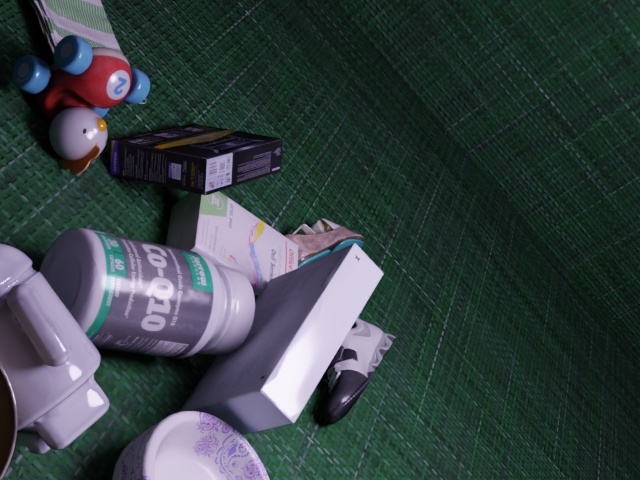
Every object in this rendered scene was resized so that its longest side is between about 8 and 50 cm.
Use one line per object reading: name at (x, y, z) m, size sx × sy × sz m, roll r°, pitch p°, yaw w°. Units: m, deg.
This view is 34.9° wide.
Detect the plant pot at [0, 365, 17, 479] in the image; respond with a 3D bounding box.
plant pot at (-0.561, 0.243, 1.358) m, size 0.284 × 0.191 × 0.284 m, roll 2°, pitch 84°, yaw -22°

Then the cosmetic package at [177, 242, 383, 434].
cosmetic package at (-0.074, 0.195, 1.922) m, size 0.097 × 0.284 × 0.377 m, roll 45°, pitch 52°, yaw -14°

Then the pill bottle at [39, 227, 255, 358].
pill bottle at (-0.309, 0.106, 1.847) m, size 0.361 × 0.204 × 0.204 m, roll 13°, pitch 49°, yaw -43°

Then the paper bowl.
paper bowl at (-0.223, 0.442, 1.707) m, size 0.284 × 0.148 × 0.284 m, roll 36°, pitch 35°, yaw -30°

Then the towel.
towel at (-0.526, -0.458, 2.256) m, size 0.248 × 0.038 × 0.324 m, roll 13°, pitch 44°, yaw -56°

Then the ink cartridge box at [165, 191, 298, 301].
ink cartridge box at (-0.161, 0.055, 2.208) m, size 0.353 × 0.119 × 0.207 m, roll 35°, pitch 35°, yaw -30°

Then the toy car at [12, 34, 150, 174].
toy car at (-0.466, -0.245, 2.028) m, size 0.219 × 0.210 × 0.237 m, roll 22°, pitch 54°, yaw -59°

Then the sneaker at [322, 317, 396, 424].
sneaker at (0.048, 0.285, 2.299) m, size 0.146 × 0.122 × 0.330 m, roll 35°, pitch 32°, yaw 2°

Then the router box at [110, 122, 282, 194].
router box at (-0.262, -0.181, 2.198) m, size 0.309 × 0.243 × 0.081 m, roll -24°, pitch 123°, yaw -59°

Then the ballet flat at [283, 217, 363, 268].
ballet flat at (0.000, 0.000, 2.510) m, size 0.106 × 0.107 × 0.316 m, roll 54°, pitch 28°, yaw 14°

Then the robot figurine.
robot figurine at (-0.471, 0.150, 1.526) m, size 0.353 × 0.300 × 0.200 m, roll 56°, pitch 47°, yaw -10°
